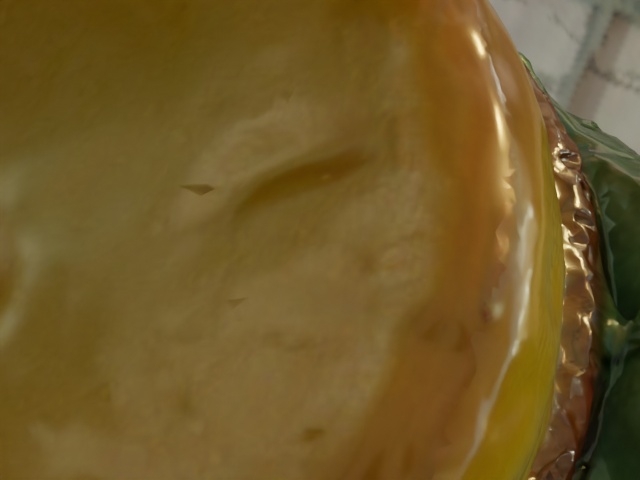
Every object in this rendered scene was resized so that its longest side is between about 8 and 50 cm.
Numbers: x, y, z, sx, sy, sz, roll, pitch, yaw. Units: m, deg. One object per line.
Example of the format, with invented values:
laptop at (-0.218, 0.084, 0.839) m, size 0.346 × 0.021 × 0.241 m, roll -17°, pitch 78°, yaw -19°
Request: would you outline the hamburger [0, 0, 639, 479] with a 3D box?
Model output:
hamburger at (-0.037, 0.043, 0.419) m, size 0.246 × 0.170 × 0.246 m, roll -11°, pitch -124°, yaw 17°
